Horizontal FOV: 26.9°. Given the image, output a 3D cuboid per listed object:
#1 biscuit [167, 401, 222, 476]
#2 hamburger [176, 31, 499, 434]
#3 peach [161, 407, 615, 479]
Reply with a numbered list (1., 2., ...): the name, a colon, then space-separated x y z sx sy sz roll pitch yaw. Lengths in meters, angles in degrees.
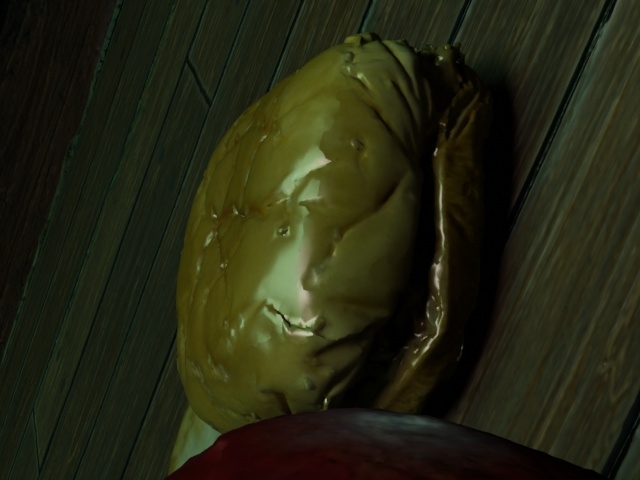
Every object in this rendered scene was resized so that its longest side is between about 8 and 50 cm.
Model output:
1. biscuit: -0.090 0.245 1.156 0.309 0.040 0.205 -105 36 -54
2. hamburger: 0.000 0.000 0.936 0.319 0.158 0.319 -51 29 44
3. peach: 0.058 0.269 0.463 0.416 0.353 0.339 33 121 25
